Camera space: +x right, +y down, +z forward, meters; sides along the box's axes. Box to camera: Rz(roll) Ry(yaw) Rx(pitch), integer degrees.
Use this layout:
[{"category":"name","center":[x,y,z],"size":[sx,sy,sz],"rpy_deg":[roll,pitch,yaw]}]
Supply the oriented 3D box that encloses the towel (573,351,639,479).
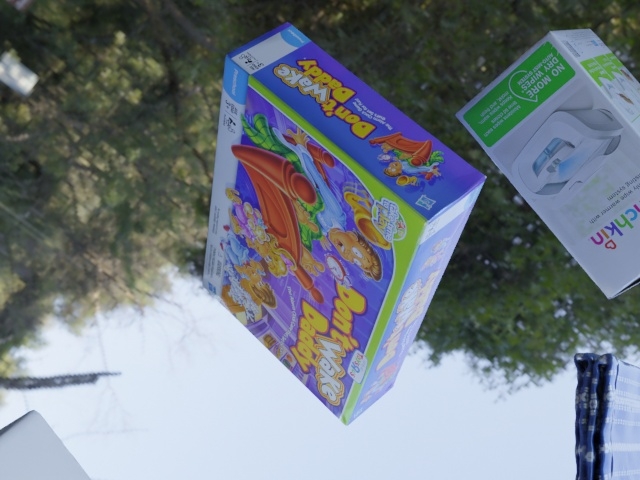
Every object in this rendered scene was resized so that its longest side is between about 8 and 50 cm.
[{"category":"towel","center":[0.243,0.261,0.730],"size":[0.040,0.243,0.335],"rpy_deg":[-3,-102,28]}]

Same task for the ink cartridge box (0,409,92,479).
[{"category":"ink cartridge box","center":[-0.228,0.263,0.489],"size":[0.198,0.197,0.270],"rpy_deg":[-33,-176,28]}]

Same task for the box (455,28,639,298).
[{"category":"box","center":[0.288,-0.094,0.965],"size":[0.127,0.231,0.262],"rpy_deg":[-41,175,26]}]

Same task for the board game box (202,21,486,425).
[{"category":"board game box","center":[0.000,0.000,0.908],"size":[0.078,0.233,0.347],"rpy_deg":[-35,156,-32]}]
